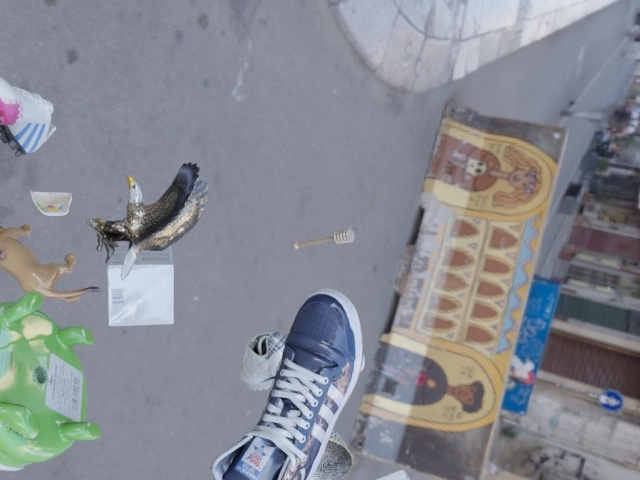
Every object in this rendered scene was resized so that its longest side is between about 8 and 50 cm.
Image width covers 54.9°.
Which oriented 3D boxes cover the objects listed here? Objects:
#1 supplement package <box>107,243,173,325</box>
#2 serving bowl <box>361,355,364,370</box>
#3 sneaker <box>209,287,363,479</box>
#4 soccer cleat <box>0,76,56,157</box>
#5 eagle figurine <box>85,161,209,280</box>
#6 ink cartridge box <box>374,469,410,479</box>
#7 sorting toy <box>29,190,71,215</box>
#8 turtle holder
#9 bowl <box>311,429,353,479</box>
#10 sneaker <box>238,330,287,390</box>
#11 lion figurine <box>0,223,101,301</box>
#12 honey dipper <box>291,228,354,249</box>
[{"bbox_3d":[-0.581,0.135,2.002,0.262,0.198,0.199,-135,-133,-69],"label":"supplement package"},{"bbox_3d":[0.087,0.350,1.787,0.027,0.083,0.083,7,97,-54],"label":"serving bowl"},{"bbox_3d":[-0.038,0.199,0.721,0.153,0.099,0.282,-13,121,-64],"label":"sneaker"},{"bbox_3d":[-0.714,-0.319,1.460,0.143,0.116,0.331,-43,178,-21],"label":"soccer cleat"},{"bbox_3d":[-0.412,-0.062,1.521,0.226,0.298,0.225,-117,-166,-52],"label":"eagle figurine"},{"bbox_3d":[0.122,0.623,1.325,0.283,0.207,0.117,74,-5,-49],"label":"ink cartridge box"},{"bbox_3d":[-0.576,-0.073,1.324,0.083,0.075,0.045,0,116,-32],"label":"sorting toy"},{"bbox_3d":[-0.491,0.220,0.883,0.320,0.227,0.244,25,47,-80],"label":"turtle holder"},{"bbox_3d":[-0.008,0.480,1.427,0.080,0.170,0.170,-84,173,-56],"label":"bowl"},{"bbox_3d":[-0.100,0.213,1.127,0.235,0.095,0.090,-30,-159,55],"label":"sneaker"},{"bbox_3d":[-0.809,0.061,1.656,0.142,0.392,0.240,-65,173,9],"label":"lion figurine"},{"bbox_3d":[0.000,0.000,1.364,0.030,0.160,0.031,19,66,-52],"label":"honey dipper"}]
